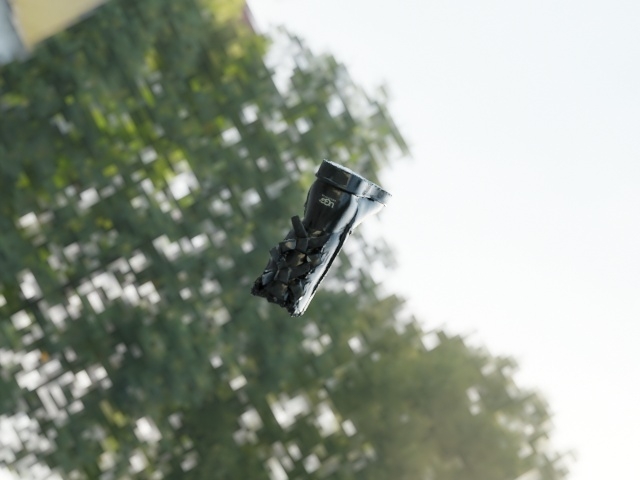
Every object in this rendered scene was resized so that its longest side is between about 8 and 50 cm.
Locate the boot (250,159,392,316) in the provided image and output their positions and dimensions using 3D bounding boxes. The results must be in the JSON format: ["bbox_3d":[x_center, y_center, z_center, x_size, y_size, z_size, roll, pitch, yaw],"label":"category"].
[{"bbox_3d":[0.001,0.000,1.242,0.045,0.099,0.121,28,4,11],"label":"boot"}]
